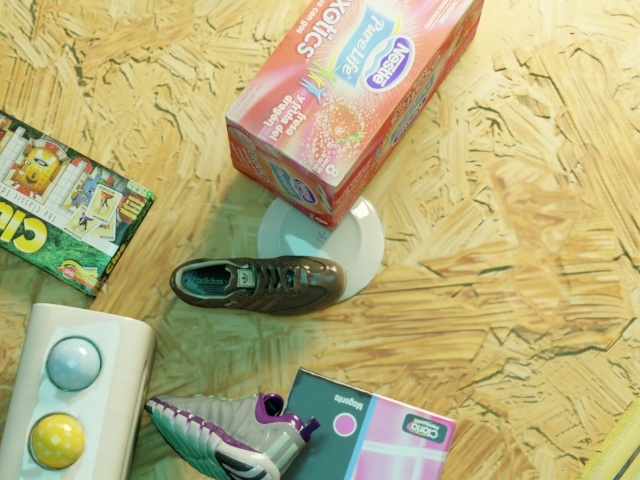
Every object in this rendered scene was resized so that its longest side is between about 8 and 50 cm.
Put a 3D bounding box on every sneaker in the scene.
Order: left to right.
[{"bbox_3d":[-0.089,0.189,1.477,0.098,0.083,0.223,-42,34,-21],"label":"sneaker"},{"bbox_3d":[-0.068,0.049,1.544,0.188,0.071,0.066,-3,86,9],"label":"sneaker"}]

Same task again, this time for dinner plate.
[{"bbox_3d":[0.000,0.000,1.593,0.141,0.017,0.141,0,75,1],"label":"dinner plate"}]

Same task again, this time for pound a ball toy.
[{"bbox_3d":[-0.303,0.227,1.483,0.208,0.136,0.319,10,76,4],"label":"pound a ball toy"}]

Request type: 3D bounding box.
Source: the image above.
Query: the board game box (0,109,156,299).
[{"bbox_3d":[-0.327,-0.054,1.611,0.259,0.030,0.136,28,80,8],"label":"board game box"}]

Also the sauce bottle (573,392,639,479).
[{"bbox_3d":[0.373,0.187,1.484,0.111,0.111,0.344,39,81,11],"label":"sauce bottle"}]

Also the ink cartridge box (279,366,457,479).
[{"bbox_3d":[-0.001,0.329,1.462,0.175,0.069,0.371,18,79,6],"label":"ink cartridge box"}]

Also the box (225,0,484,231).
[{"bbox_3d":[0.041,-0.181,1.562,0.142,0.154,0.300,34,74,9],"label":"box"}]
